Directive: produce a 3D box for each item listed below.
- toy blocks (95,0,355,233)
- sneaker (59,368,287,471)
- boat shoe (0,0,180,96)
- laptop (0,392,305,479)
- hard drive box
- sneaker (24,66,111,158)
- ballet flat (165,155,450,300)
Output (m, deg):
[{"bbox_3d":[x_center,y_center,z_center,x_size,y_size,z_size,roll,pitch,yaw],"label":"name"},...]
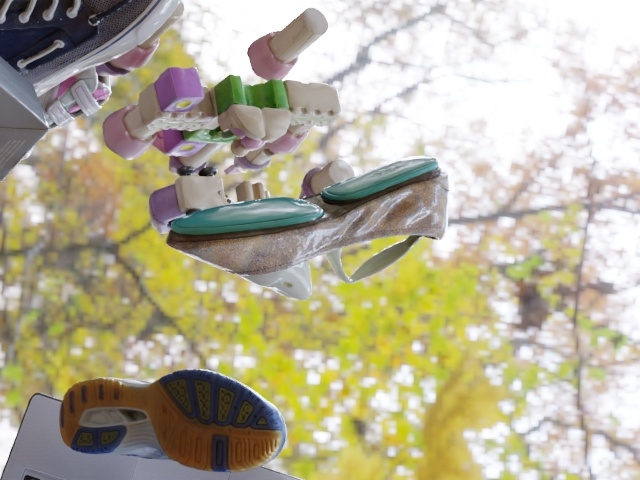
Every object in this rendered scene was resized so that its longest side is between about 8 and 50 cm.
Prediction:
[{"bbox_3d":[-0.145,-0.126,1.937,0.260,0.289,0.308,-32,-117,48],"label":"toy blocks"},{"bbox_3d":[-0.151,0.203,1.730,0.297,0.131,0.111,4,-97,31],"label":"sneaker"},{"bbox_3d":[-0.318,-0.272,1.757,0.341,0.158,0.127,-32,-119,18],"label":"boat shoe"},{"bbox_3d":[-0.192,0.356,1.693,0.236,0.382,0.407,119,-11,-54],"label":"laptop"},{"bbox_3d":[-0.376,-0.100,1.542,0.181,0.089,0.232,-47,-159,1],"label":"hard drive box"},{"bbox_3d":[-0.361,-0.215,2.138,0.111,0.103,0.252,33,-90,12],"label":"sneaker"},{"bbox_3d":[0.000,0.000,1.509,0.107,0.316,0.106,26,-53,61],"label":"ballet flat"}]
